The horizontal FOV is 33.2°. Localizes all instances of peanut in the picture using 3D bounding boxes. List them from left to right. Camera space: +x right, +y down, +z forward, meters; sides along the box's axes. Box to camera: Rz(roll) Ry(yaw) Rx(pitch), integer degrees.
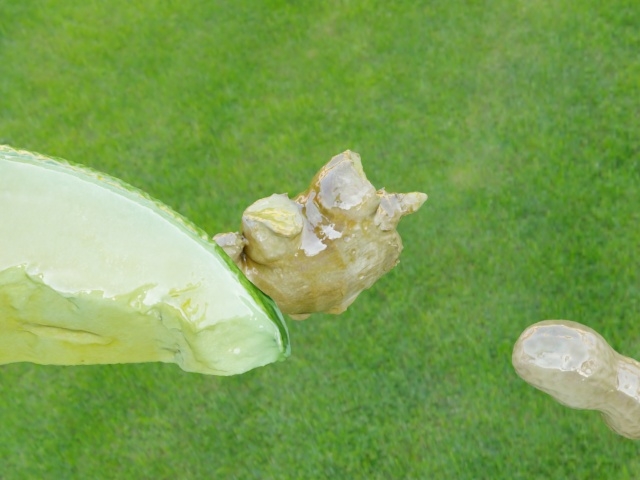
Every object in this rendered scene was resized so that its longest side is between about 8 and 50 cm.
[{"bbox_3d":[0.319,0.163,1.230,0.104,0.228,0.085,-35,32,52],"label":"peanut"}]

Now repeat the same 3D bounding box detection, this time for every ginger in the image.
[{"bbox_3d":[0.000,0.000,1.002,0.216,0.157,0.102,-25,43,-3],"label":"ginger"}]

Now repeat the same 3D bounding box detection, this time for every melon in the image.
[{"bbox_3d":[-0.182,0.024,0.672,0.324,0.196,0.124,4,58,-15],"label":"melon"}]
